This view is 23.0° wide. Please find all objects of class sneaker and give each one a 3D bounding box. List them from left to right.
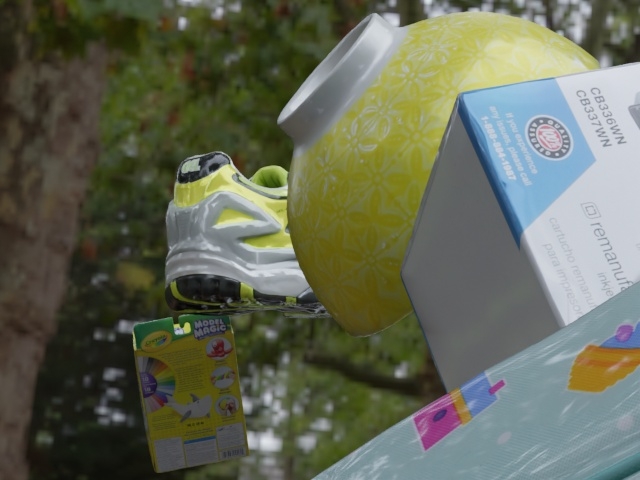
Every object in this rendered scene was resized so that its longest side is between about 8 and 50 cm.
[{"bbox_3d":[0.000,0.000,1.537,0.145,0.147,0.384,-9,-10,32],"label":"sneaker"}]

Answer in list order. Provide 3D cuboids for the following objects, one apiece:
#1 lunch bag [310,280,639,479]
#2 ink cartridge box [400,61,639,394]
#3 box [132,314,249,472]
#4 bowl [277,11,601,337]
[{"bbox_3d":[0.114,0.141,0.505,0.279,0.108,0.224,-35,-73,20],"label":"lunch bag"},{"bbox_3d":[0.218,0.022,0.943,0.270,0.198,0.197,-11,-31,-16],"label":"ink cartridge box"},{"bbox_3d":[-0.136,0.151,1.639,0.105,0.043,0.179,-9,-60,-8],"label":"box"},{"bbox_3d":[0.060,-0.082,1.220,0.156,0.289,0.289,40,-27,-10],"label":"bowl"}]
